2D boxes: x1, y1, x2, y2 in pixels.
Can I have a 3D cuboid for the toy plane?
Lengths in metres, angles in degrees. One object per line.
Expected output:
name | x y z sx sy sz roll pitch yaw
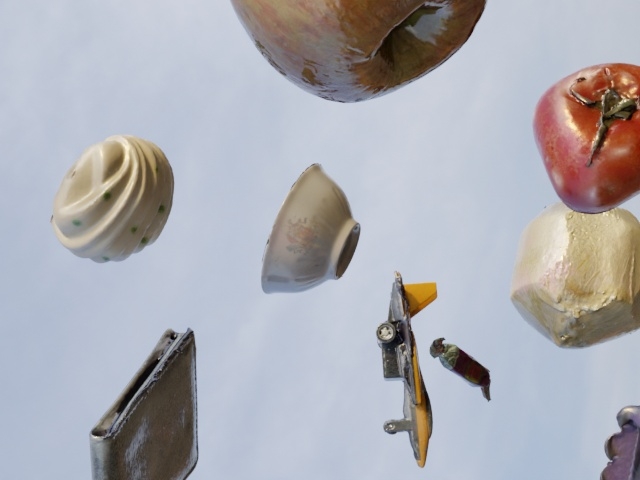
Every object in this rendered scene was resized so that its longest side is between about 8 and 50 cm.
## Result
toy plane | 0.142 0.222 1.982 0.204 0.102 0.316 66 -153 -75

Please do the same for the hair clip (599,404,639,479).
hair clip | 0.426 0.305 1.519 0.052 0.124 0.196 -27 -57 -74

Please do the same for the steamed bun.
steamed bun | -0.265 -0.048 1.562 0.183 0.106 0.183 -35 -34 -28

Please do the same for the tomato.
tomato | 0.345 -0.117 1.403 0.151 0.187 0.187 79 -157 -50

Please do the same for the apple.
apple | 0.027 -0.216 0.906 0.188 0.211 0.211 55 -158 21

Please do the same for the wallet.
wallet | -0.169 0.200 1.147 0.222 0.036 0.167 -56 -29 -62

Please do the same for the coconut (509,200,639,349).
coconut | 0.410 0.063 1.834 0.227 0.227 0.231 41 -126 -51

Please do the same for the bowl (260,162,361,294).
bowl | 0.000 0.000 1.554 0.189 0.086 0.189 -60 -15 -28

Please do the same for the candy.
candy | 0.227 0.200 1.832 0.175 0.043 0.045 36 -109 -36
